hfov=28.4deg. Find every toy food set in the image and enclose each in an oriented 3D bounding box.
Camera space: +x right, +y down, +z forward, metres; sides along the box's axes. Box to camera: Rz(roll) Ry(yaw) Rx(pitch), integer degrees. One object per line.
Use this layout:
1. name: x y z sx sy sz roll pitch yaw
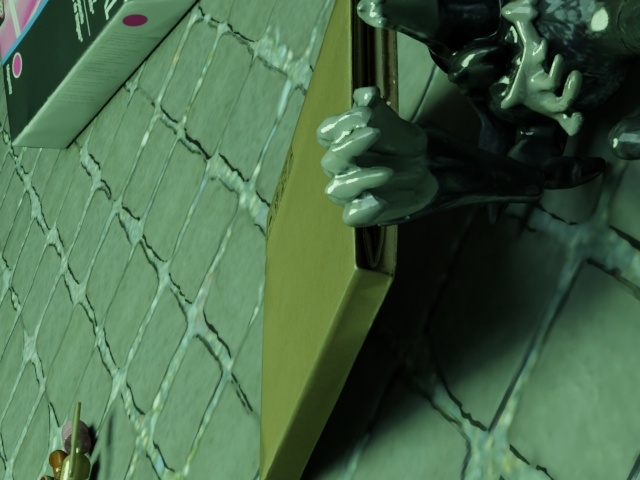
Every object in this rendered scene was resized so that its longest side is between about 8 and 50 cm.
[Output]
1. toy food set: -0.181 0.168 0.898 0.122 0.019 0.078 125 152 -46

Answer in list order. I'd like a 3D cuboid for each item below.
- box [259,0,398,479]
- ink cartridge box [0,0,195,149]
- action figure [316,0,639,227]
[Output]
1. box: 0.000 0.000 0.570 0.201 0.021 0.164 112 162 -54
2. ink cartridge box: -0.190 -0.230 1.091 0.371 0.069 0.175 -32 63 50
3. action figure: 0.077 -0.077 0.409 0.276 0.141 0.164 19 102 63
